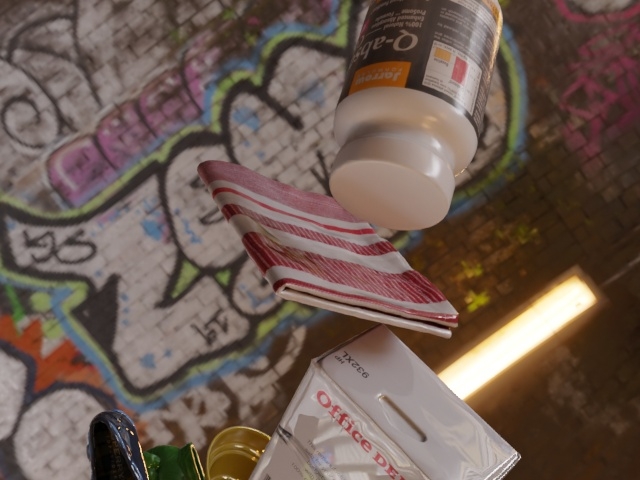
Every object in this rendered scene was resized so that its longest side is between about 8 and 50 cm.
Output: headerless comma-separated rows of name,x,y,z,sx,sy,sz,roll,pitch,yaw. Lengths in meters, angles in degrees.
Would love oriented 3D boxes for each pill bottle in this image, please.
pill bottle,0.106,-0.162,1.034,0.162,0.162,0.278,-24,-138,50

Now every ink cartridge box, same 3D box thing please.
ink cartridge box,0.053,0.285,1.069,0.129,0.223,0.307,-25,150,-45

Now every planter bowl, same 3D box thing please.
planter bowl,-0.130,0.432,1.559,0.090,0.217,0.217,-42,-172,30

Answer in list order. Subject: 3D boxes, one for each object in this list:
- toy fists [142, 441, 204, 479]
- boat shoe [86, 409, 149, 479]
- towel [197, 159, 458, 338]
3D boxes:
toy fists,-0.257,0.486,1.581,0.142,0.279,0.096,-20,154,-4
boat shoe,-0.276,0.360,1.235,0.109,0.258,0.089,-23,167,0
towel,0.000,0.000,1.087,0.037,0.237,0.329,-66,-151,17
